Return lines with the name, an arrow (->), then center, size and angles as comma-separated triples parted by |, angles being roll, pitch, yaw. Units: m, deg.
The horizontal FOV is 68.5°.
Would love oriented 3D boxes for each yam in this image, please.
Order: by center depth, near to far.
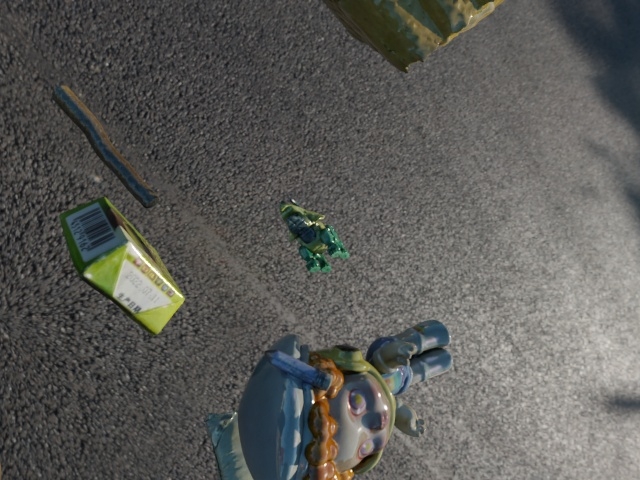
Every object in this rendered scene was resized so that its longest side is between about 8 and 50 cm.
yam -> -0.448, -0.194, 0.981 | 0.327, 0.045, 0.045 | 48, 35, 8

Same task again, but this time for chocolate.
chocolate -> -0.513, 0.058, 1.231 | 0.137, 0.301, 0.288 | -37, 136, -10

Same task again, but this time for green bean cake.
green bean cake -> 0.109, -0.295, 0.470 | 0.131, 0.224, 0.229 | 41, 19, -30

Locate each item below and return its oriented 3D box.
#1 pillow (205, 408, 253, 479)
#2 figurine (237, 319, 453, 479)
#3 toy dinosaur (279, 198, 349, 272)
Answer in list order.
pillow -> -0.129, 0.390, 0.852 | 0.134, 0.078, 0.181 | -11, 84, -26
figurine -> 0.048, 0.242, 0.720 | 0.382, 0.205, 0.224 | -1, 99, -39
toy dinosaur -> 0.000, 0.000, 1.030 | 0.153, 0.094, 0.259 | 61, 15, 24
